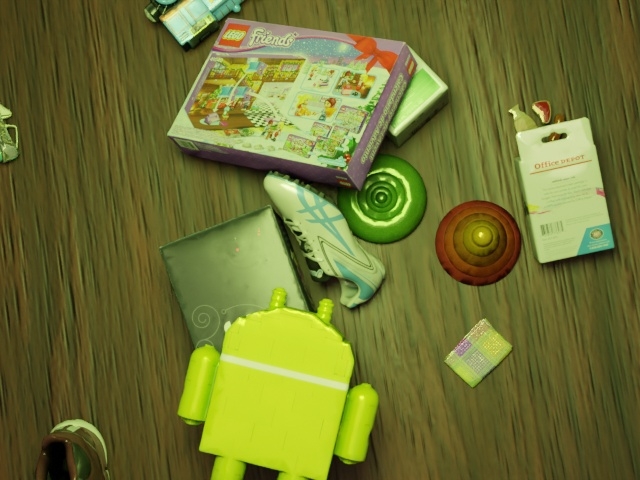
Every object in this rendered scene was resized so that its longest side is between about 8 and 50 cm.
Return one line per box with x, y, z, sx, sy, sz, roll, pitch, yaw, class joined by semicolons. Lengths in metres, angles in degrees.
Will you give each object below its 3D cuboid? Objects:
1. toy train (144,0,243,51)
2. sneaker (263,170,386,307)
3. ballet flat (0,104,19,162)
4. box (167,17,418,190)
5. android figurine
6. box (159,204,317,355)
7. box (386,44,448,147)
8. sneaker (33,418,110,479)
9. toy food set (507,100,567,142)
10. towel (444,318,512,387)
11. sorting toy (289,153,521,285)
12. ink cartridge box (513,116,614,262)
-0.161;-0.357;1.688;0.184;0.080;0.105;-39;92;-2;toy train
0.000;0.000;1.591;0.086;0.085;0.237;-50;119;-15;sneaker
-0.463;-0.169;1.716;0.041;0.041;0.114;-21;84;3;ballet flat
-0.040;-0.188;1.589;0.293;0.057;0.201;14;70;31;box
-0.052;0.198;1.493;0.248;0.056;0.273;11;89;5;android figurine
-0.089;0.110;1.604;0.165;0.143;0.270;-21;83;2;box
0.113;-0.199;1.636;0.101;0.102;0.087;-42;81;1;box
-0.325;0.383;1.589;0.106;0.162;0.281;-21;83;2;sneaker
0.321;-0.144;1.655;0.078;0.019;0.122;-25;84;2;toy food set
0.220;0.156;1.643;0.060;0.009;0.083;43;90;6;towel
0.105;-0.053;1.613;0.365;0.126;0.127;25;88;6;sorting toy
0.327;-0.070;1.609;0.104;0.061;0.181;-12;98;3;ink cartridge box
